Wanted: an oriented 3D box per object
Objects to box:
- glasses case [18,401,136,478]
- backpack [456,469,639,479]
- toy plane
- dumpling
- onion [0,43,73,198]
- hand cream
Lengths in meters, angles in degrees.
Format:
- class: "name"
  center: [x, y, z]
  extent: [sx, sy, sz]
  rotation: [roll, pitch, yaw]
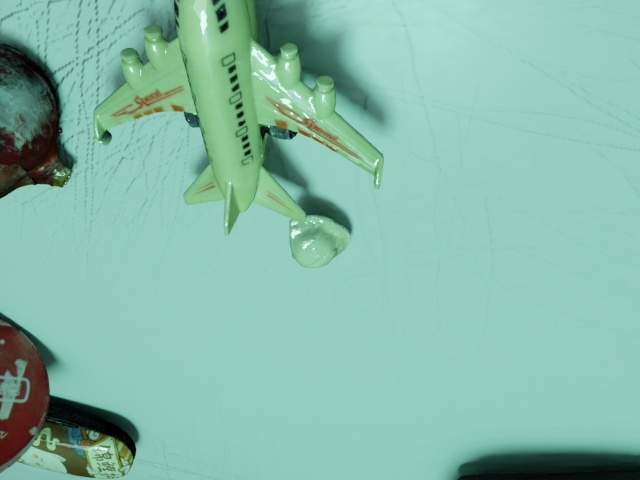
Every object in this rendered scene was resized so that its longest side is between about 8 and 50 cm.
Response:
- class: "glasses case"
  center: [-0.459, 0.314, 0.907]
  extent: [0.321, 0.082, 0.122]
  rotation: [14, 131, 1]
- class: "backpack"
  center: [0.358, 0.505, 0.771]
  extent: [0.363, 0.255, 0.446]
  rotation: [-7, 115, 18]
- class: "toy plane"
  center: [-0.067, -0.108, 0.417]
  extent: [0.242, 0.104, 0.256]
  rotation: [11, 133, 8]
- class: "dumpling"
  center: [0.000, 0.000, 0.541]
  extent: [0.059, 0.043, 0.077]
  rotation: [-13, 120, 4]
- class: "onion"
  center: [-0.317, -0.079, 0.508]
  extent: [0.151, 0.098, 0.206]
  rotation: [39, 128, -19]
- class: "hand cream"
  center: [-0.496, 0.216, 0.732]
  extent: [0.149, 0.230, 0.230]
  rotation: [-26, 121, 33]
